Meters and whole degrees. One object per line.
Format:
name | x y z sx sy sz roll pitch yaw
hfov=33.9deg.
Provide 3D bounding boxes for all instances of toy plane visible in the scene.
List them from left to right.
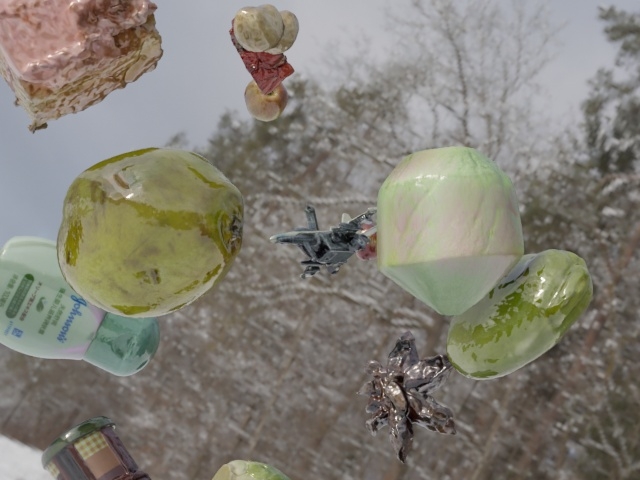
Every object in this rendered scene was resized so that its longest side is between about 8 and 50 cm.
toy plane | 0.006 0.009 1.746 0.088 0.192 0.262 53 29 14

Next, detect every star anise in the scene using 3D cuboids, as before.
star anise | 0.168 0.291 1.986 0.220 0.214 0.099 48 5 33

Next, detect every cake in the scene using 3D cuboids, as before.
cake | -0.508 -0.431 2.043 0.307 0.314 0.293 59 -18 2

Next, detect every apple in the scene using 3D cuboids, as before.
apple | -0.149 -0.397 2.929 0.126 0.126 0.102 36 -21 -14

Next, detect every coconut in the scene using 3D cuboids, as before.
coconut | 0.177 -0.011 1.473 0.235 0.236 0.204 24 9 27

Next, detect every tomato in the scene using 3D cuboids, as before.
tomato | 0.103 0.005 2.306 0.087 0.075 0.087 44 -10 10

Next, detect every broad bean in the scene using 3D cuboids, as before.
broad bean | 0.335 0.122 1.786 0.119 0.291 0.238 42 24 -21

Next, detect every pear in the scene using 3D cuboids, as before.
pear | -0.256 -0.013 1.576 0.321 0.269 0.269 4 -29 36

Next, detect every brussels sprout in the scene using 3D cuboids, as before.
brussels sprout | -0.151 0.626 2.468 0.244 0.244 0.244 29 -16 9

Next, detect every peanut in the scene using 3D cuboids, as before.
peanut | -0.109 -0.450 2.241 0.085 0.104 0.228 12 9 24

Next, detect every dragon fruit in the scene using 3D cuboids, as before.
dragon fruit | -0.144 -0.461 2.513 0.192 0.092 0.122 55 16 -26

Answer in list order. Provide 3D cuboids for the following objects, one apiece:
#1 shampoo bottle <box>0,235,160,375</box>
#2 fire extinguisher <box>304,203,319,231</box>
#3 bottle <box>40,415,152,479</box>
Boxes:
shampoo bottle | -0.475 0.141 2.020 0.349 0.222 0.151 28 1 -11
fire extinguisher | -0.023 -0.055 2.394 0.038 0.025 0.083 -120 -167 -46
bottle | -0.329 0.425 1.672 0.271 0.143 0.156 53 -37 13
